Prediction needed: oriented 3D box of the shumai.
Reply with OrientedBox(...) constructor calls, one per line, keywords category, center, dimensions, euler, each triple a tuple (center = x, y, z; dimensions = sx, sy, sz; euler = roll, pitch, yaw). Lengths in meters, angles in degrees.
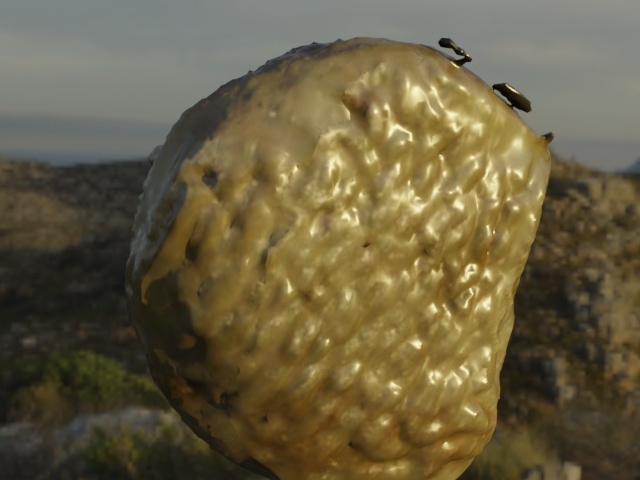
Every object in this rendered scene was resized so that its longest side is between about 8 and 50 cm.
OrientedBox(category="shumai", center=(-0.003, -0.001, 0.390), dimensions=(0.146, 0.145, 0.116), euler=(0, 16, -23))
